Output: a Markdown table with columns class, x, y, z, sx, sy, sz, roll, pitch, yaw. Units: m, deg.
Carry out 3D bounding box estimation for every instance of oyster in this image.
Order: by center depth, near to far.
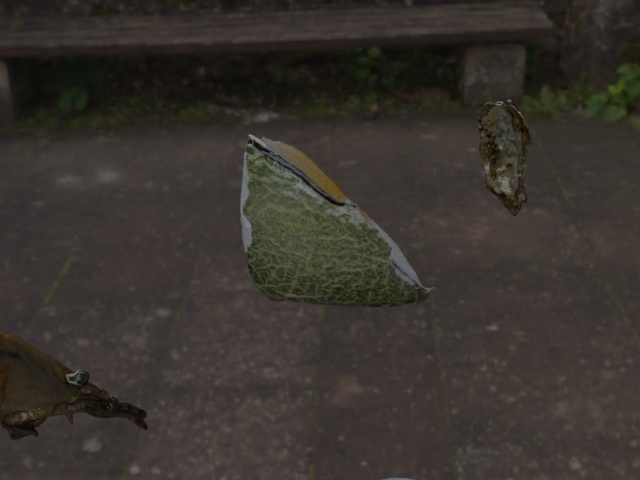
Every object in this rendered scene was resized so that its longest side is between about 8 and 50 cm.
| class | x | y | z | sx | sy | sz | roll | pitch | yaw |
| --- | --- | --- | --- | --- | --- | --- | --- | --- | --- |
| oyster | 0.208 | -0.095 | 1.126 | 0.029 | 0.132 | 0.086 | -21 | 49 | -28 |

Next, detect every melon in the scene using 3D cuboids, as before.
| class | x | y | z | sx | sy | sz | roll | pitch | yaw |
| --- | --- | --- | --- | --- | --- | --- | --- | --- | --- |
| melon | -0.003 | 0.004 | 0.870 | 0.202 | 0.139 | 0.093 | 42 | 25 | 2 |

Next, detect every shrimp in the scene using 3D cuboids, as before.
| class | x | y | z | sx | sy | sz | roll | pitch | yaw |
| --- | --- | --- | --- | --- | --- | --- | --- | --- | --- |
| shrimp | -0.257 | 0.148 | 0.854 | 0.066 | 0.262 | 0.117 | 1 | 66 | 38 |

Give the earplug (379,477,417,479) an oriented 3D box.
| class | x | y | z | sx | sy | sz | roll | pitch | yaw |
| --- | --- | --- | --- | --- | --- | --- | --- | --- | --- |
| earplug | 0.163 | 0.378 | 1.141 | 0.326 | 0.214 | 0.175 | -3 | -8 | 13 |
